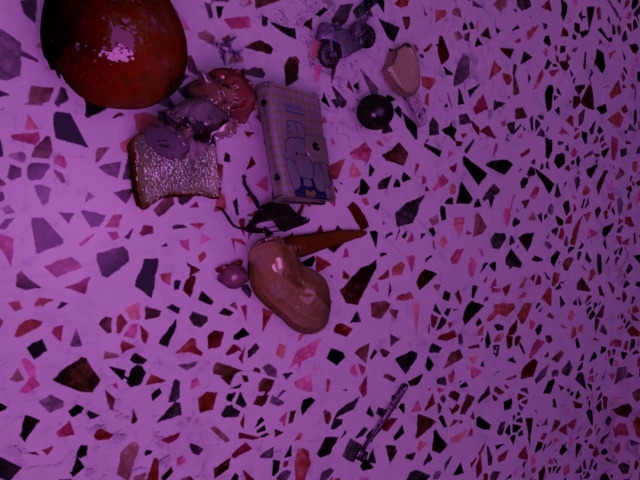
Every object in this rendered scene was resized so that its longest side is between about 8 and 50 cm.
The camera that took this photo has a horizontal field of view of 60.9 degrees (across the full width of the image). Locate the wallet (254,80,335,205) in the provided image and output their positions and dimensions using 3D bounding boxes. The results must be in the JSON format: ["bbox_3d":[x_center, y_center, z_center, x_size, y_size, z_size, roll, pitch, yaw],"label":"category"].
[{"bbox_3d":[-0.065,-0.246,1.423,0.223,0.077,0.310,3,73,-51],"label":"wallet"}]

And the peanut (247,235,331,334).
[{"bbox_3d":[-0.087,0.130,1.480,0.340,0.174,0.158,43,54,-31],"label":"peanut"}]

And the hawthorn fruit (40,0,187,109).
[{"bbox_3d":[-0.437,-0.418,1.148,0.315,0.316,0.316,-5,99,-30],"label":"hawthorn fruit"}]

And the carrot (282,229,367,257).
[{"bbox_3d":[0.000,0.000,1.586,0.335,0.069,0.069,-14,104,-31],"label":"carrot"}]

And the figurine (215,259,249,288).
[{"bbox_3d":[-0.235,0.096,1.458,0.083,0.067,0.071,-19,86,-10],"label":"figurine"}]

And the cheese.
[{"bbox_3d":[0.271,-0.469,1.681,0.127,0.050,0.256,-33,112,-22],"label":"cheese"}]

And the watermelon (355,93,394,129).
[{"bbox_3d":[0.150,-0.380,1.592,0.133,0.105,0.105,20,87,-32],"label":"watermelon"}]

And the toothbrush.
[{"bbox_3d":[0.209,0.602,1.808,0.297,0.030,0.030,-54,144,-14],"label":"toothbrush"}]

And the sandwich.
[{"bbox_3d":[-0.358,-0.178,1.348,0.214,0.065,0.186,-8,101,-30],"label":"sandwich"}]

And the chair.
[{"bbox_3d":[-0.138,-0.073,1.433,0.213,0.174,0.149,51,42,-27],"label":"chair"}]

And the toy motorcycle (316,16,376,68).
[{"bbox_3d":[0.064,-0.573,1.535,0.215,0.080,0.123,-36,115,-27],"label":"toy motorcycle"}]

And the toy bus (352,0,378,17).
[{"bbox_3d":[0.133,-0.683,1.580,0.083,0.037,0.031,-47,116,-17],"label":"toy bus"}]

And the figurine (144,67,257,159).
[{"bbox_3d":[-0.251,-0.327,1.288,0.387,0.207,0.166,-56,140,-39],"label":"figurine"}]

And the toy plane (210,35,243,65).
[{"bbox_3d":[-0.241,-0.492,1.397,0.084,0.024,0.078,17,106,-31],"label":"toy plane"}]
